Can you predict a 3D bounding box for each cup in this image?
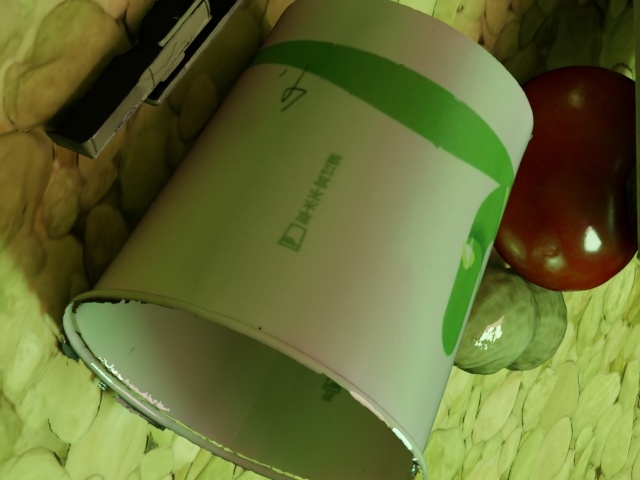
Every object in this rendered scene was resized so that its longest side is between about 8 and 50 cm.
[{"bbox_3d":[0.000,0.000,1.243,0.274,0.253,0.253,-64,153,-23],"label":"cup"}]

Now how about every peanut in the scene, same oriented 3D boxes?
[{"bbox_3d":[0.159,0.070,1.703,0.228,0.086,0.104,5,116,-62],"label":"peanut"}]

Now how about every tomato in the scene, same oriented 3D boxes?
[{"bbox_3d":[0.210,-0.054,1.635,0.195,0.136,0.195,-35,131,-52],"label":"tomato"}]

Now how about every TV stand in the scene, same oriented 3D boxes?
[{"bbox_3d":[-0.080,-0.146,1.186,0.249,0.036,0.042,-54,151,-23],"label":"TV stand"}]

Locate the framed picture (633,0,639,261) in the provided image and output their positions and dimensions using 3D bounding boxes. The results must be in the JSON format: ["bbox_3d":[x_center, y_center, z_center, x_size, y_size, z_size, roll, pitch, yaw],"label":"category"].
[{"bbox_3d":[0.319,-0.145,1.675,0.326,0.028,0.446,42,47,-61],"label":"framed picture"}]
